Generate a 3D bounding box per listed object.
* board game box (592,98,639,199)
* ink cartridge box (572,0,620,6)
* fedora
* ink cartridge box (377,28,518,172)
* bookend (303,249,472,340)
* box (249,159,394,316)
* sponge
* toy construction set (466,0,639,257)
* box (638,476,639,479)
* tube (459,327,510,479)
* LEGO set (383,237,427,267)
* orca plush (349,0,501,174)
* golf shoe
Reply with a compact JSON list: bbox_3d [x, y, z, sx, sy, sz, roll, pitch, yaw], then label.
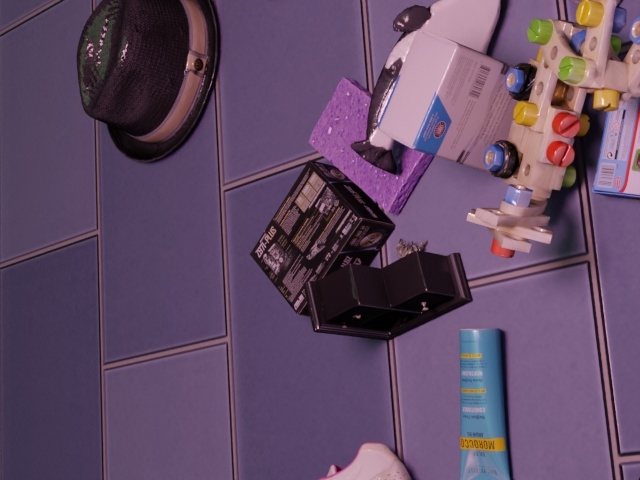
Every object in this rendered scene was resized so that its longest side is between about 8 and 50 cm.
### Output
[{"bbox_3d":[0.431,-0.121,1.426,0.211,0.039,0.160,11,89,45],"label":"board game box"},{"bbox_3d":[0.337,-0.450,1.446,0.307,0.223,0.129,-57,49,21],"label":"ink cartridge box"},{"bbox_3d":[-0.324,-0.310,2.100,0.334,0.152,0.334,-10,76,43],"label":"fedora"},{"bbox_3d":[0.184,-0.174,1.565,0.082,0.190,0.140,34,105,43],"label":"ink cartridge box"},{"bbox_3d":[0.090,0.069,1.636,0.157,0.156,0.072,-29,63,36],"label":"bookend"},{"bbox_3d":[0.000,0.000,1.788,0.147,0.077,0.180,48,115,37],"label":"box"},{"bbox_3d":[0.073,-0.140,1.776,0.210,0.031,0.117,44,111,39],"label":"sponge"},{"bbox_3d":[0.285,-0.131,1.458,0.328,0.151,0.215,-63,26,8],"label":"toy construction set"},{"bbox_3d":[0.452,0.268,1.216,0.257,0.079,0.322,14,65,44],"label":"box"},{"bbox_3d":[0.209,0.216,1.577,0.080,0.052,0.207,-7,84,50],"label":"tube"},{"bbox_3d":[0.115,0.026,1.711,0.054,0.023,0.083,45,113,38],"label":"LEGO set"},{"bbox_3d":[0.149,-0.227,1.689,0.102,0.151,0.287,-101,32,-81],"label":"orca plush"},{"bbox_3d":[0.018,0.400,1.694,0.306,0.115,0.140,-41,46,23],"label":"golf shoe"}]
